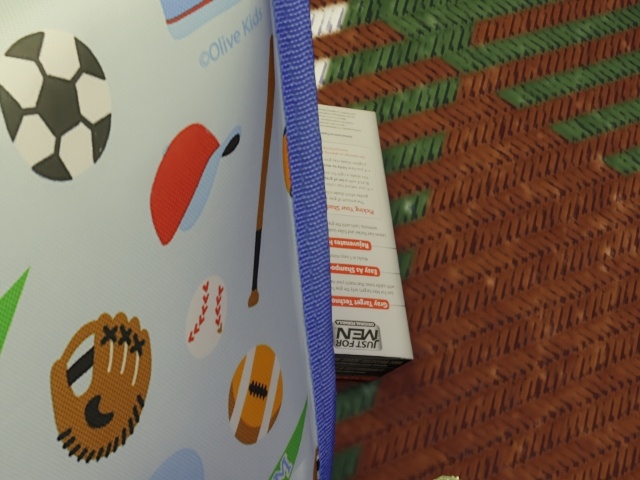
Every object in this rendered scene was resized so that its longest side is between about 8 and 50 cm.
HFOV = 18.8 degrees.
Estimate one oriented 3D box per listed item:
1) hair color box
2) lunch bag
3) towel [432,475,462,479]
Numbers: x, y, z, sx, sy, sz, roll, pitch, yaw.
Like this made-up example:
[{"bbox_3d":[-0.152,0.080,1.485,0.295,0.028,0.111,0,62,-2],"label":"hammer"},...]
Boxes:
[{"bbox_3d":[0.000,0.000,1.010,0.072,0.043,0.141,6,65,-32],"label":"hair color box"},{"bbox_3d":[-0.160,0.085,0.717,0.328,0.239,0.385,-40,134,-40],"label":"lunch bag"},{"bbox_3d":[0.016,0.180,0.910,0.027,0.110,0.148,32,46,25],"label":"towel"}]
